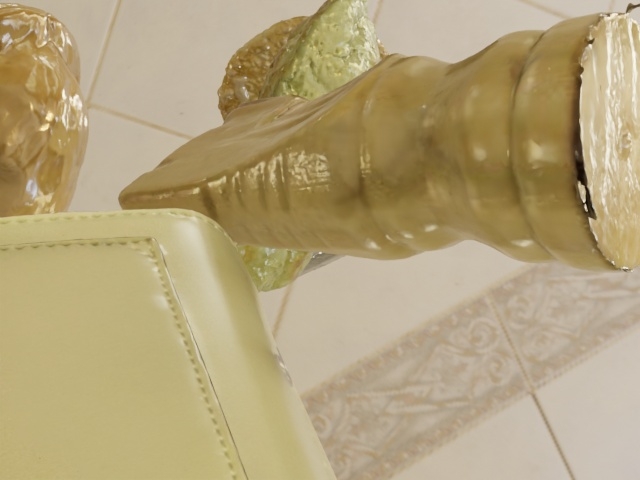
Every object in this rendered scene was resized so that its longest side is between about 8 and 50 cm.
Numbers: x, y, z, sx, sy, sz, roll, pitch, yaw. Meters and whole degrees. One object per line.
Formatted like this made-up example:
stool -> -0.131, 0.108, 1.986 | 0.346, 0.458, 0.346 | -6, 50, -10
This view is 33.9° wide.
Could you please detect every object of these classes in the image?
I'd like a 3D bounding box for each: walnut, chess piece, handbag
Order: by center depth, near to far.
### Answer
handbag -> -0.090, 0.147, 0.366 | 0.237, 0.358, 0.160 | -10, 130, -16
chess piece -> 0.026, -0.043, 0.571 | 0.137, 0.301, 0.137 | 4, 86, -55
walnut -> -0.495, -0.138, 1.414 | 0.384, 0.383, 0.383 | -2, 96, -14

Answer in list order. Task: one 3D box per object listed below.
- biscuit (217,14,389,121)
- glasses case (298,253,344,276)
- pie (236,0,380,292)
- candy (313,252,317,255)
biscuit -> -0.016, -0.179, 1.254 | 0.220, 0.033, 0.219 | -10, 139, -9
glasses case -> 0.000, 0.000, 1.442 | 0.109, 0.282, 0.067 | -12, 77, -49
pie -> -0.012, -0.077, 0.826 | 0.090, 0.201, 0.247 | 20, 95, 2
candy -> -0.060, -0.020, 1.192 | 0.275, 0.070, 0.145 | -30, 63, -36
